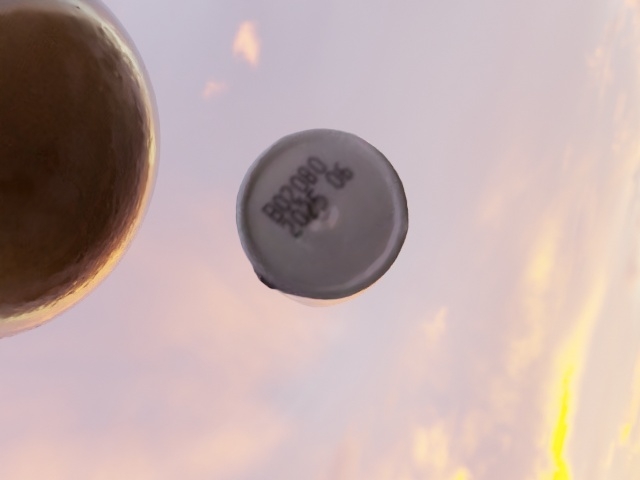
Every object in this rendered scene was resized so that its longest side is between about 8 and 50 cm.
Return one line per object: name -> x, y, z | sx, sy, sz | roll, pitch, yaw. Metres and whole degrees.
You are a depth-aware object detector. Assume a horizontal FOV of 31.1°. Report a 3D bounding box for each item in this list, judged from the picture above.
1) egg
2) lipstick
egg -> -0.259, -0.071, 0.844 | 0.351, 0.282, 0.283 | -106, 16, -61
lipstick -> 0.000, 0.000, 0.494 | 0.264, 0.059, 0.059 | 101, -178, -87
